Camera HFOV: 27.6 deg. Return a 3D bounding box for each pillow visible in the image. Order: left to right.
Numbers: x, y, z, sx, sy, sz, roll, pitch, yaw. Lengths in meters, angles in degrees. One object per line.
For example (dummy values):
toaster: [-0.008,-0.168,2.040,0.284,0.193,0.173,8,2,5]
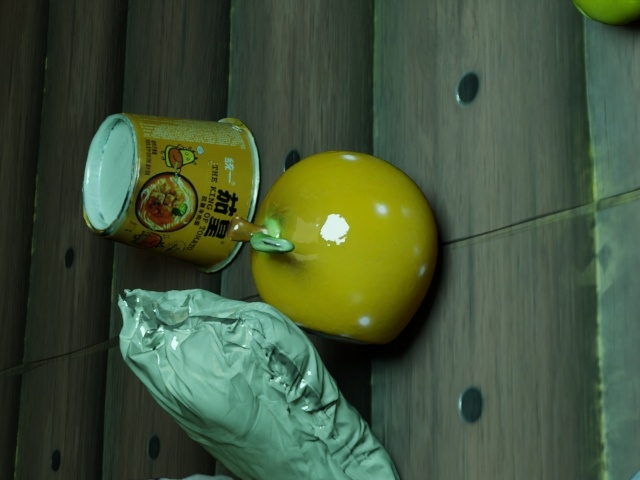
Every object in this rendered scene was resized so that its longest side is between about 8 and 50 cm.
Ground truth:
pillow: [-0.064,0.168,1.376,0.283,0.310,0.138,11,54,51]

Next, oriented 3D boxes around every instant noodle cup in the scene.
instant noodle cup: [-0.205,-0.073,1.724,0.216,0.172,0.215,-22,64,53]

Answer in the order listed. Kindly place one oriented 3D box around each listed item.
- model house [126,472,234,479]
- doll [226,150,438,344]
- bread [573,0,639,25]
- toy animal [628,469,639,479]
model house: [-0.168,0.417,1.489,0.202,0.237,0.237,26,107,49]
doll: [0.000,0.000,1.342,0.213,0.236,0.213,-21,62,49]
bread: [0.273,-0.381,1.157,0.166,0.112,0.383,-19,65,53]
toy animal: [0.257,0.235,0.980,0.239,0.176,0.255,76,-171,-80]
